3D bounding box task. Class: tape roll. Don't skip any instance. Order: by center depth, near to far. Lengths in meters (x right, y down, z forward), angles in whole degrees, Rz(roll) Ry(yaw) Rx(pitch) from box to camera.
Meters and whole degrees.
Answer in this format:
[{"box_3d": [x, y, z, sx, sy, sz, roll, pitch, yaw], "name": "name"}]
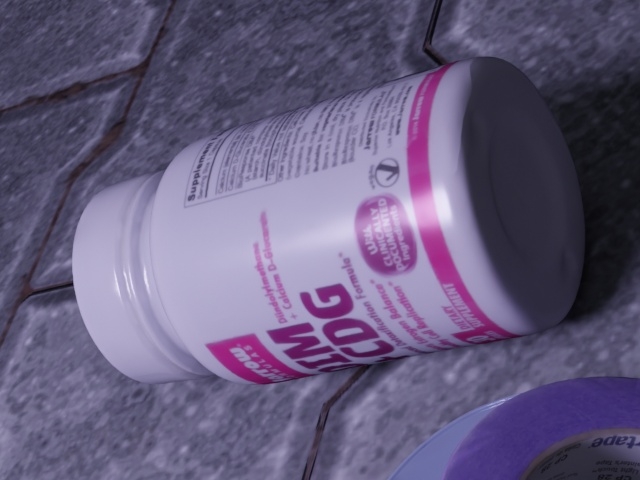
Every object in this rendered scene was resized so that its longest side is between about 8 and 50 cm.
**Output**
[{"box_3d": [0.132, 0.154, 0.699, 0.189, 0.080, 0.189, 6, 46, -6], "name": "tape roll"}]

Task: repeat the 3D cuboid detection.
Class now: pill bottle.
[{"box_3d": [0.000, 0.000, 1.001, 0.283, 0.160, 0.160, -14, 43, 32], "name": "pill bottle"}]

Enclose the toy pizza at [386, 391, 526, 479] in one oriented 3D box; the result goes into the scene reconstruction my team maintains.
[{"box_3d": [0.100, 0.164, 0.841, 0.201, 0.032, 0.201, -23, 42, 22], "name": "toy pizza"}]
